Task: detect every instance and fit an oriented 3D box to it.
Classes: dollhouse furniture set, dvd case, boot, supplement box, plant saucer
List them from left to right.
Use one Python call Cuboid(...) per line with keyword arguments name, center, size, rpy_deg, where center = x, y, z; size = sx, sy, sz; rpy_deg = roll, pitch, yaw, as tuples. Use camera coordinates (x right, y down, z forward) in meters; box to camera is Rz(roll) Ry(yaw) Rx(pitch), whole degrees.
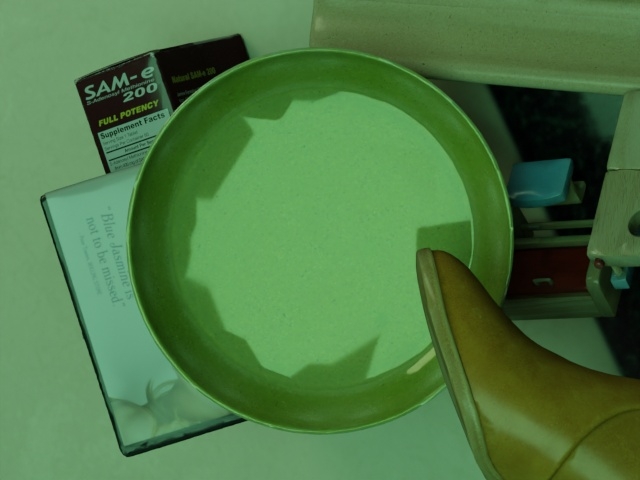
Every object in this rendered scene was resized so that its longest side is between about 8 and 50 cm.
Cuboid(name="supplement box", center=(-0.073, -0.015, 1.290), size=(0.073, 0.130, 0.239), rpy_deg=(-17, 93, 27))
Cuboid(name="dvd case", center=(-0.035, 0.019, 1.209), size=(0.253, 0.022, 0.180), rpy_deg=(-17, 93, 2))
Cuboid(name="plant saucer", center=(0.000, 0.000, 1.175), size=(0.241, 0.037, 0.241), rpy_deg=(0, 93, 3))
Cuboid(name="dollhouse furniture set", center=(0.170, 0.002, 1.145), size=(0.183, 0.129, 0.129), rpy_deg=(-4, 140, 31))
Cuboid(name="boot", center=(0.193, 0.105, 1.058), size=(0.211, 0.104, 0.295), rpy_deg=(-23, 78, 1))

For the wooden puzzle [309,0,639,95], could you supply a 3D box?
Cuboid(name="wooden puzzle", center=(0.155, -0.270, 1.166), size=(0.322, 0.080, 0.348), rpy_deg=(7, 99, 23))
